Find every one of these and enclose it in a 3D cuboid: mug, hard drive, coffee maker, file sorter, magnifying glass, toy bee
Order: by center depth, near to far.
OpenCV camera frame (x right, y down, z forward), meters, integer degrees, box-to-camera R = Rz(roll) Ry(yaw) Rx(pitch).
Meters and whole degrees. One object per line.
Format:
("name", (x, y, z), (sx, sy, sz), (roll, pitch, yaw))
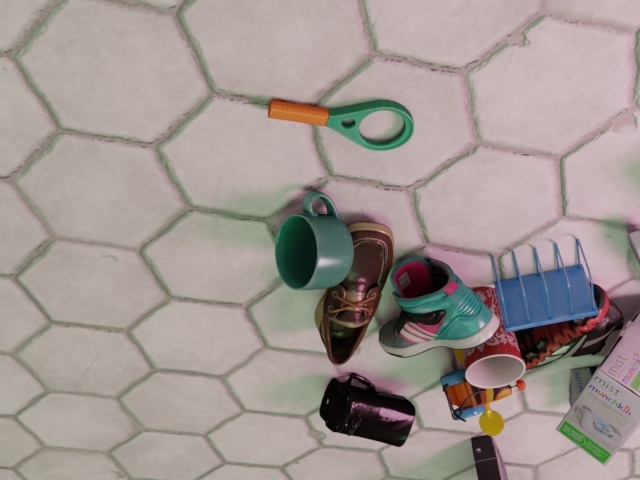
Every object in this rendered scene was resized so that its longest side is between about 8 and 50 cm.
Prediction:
("magnifying glass", (0.034, -0.186, 1.353), (0.231, 0.026, 0.092), (8, 137, -12))
("mug", (0.002, 0.009, 1.492), (0.097, 0.129, 0.158), (-1, 137, -37))
("file sorter", (0.408, 0.077, 1.609), (0.170, 0.118, 0.104), (-13, 134, 10))
("mug", (0.324, 0.194, 1.692), (0.113, 0.169, 0.150), (-10, 139, 7))
("toy bee", (0.336, 0.313, 1.788), (0.162, 0.298, 0.195), (-18, 105, 4))
("coffee maker", (0.108, 0.387, 1.895), (0.178, 0.171, 0.120), (17, 118, -24))
("hard drive", (0.440, 0.675, 2.115), (0.064, 0.339, 0.237), (-14, 137, 12))

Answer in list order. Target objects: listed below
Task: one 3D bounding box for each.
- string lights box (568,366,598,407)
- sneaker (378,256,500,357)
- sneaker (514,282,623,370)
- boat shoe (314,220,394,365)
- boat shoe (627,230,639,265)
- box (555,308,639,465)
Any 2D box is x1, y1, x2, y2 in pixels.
("string lights box", (0.693, 0.335, 1.946), (0.259, 0.077, 0.133), (-9, 139, 7))
("sneaker", (0.177, 0.123, 1.642), (0.295, 0.124, 0.178), (-18, 114, 51))
("sneaker", (0.493, 0.197, 1.761), (0.135, 0.098, 0.276), (27, 129, -27))
("boat shoe", (0.062, 0.109, 1.611), (0.123, 0.123, 0.342), (7, 137, -12))
("boat shoe", (0.643, 0.042, 1.615), (0.084, 0.095, 0.258), (-29, 143, 21))
("box", (0.611, 0.271, 1.730), (0.127, 0.262, 0.231), (36, 141, 20))
